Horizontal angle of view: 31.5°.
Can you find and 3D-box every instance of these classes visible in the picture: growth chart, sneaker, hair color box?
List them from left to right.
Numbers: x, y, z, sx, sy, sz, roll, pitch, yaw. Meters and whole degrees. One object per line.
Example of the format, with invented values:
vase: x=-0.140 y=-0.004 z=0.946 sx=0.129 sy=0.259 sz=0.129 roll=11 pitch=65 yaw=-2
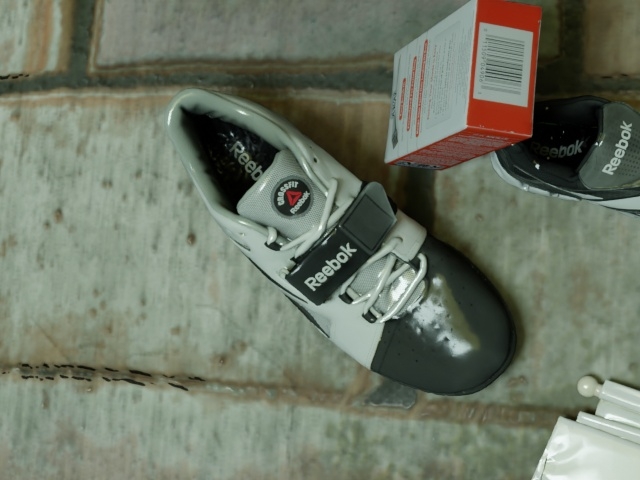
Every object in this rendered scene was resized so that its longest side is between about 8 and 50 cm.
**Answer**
sneaker: x=0.000 y=0.000 z=0.860 sx=0.330 sy=0.146 sz=0.122 roll=38 pitch=93 yaw=17
hair color box: x=0.100 y=-0.109 z=0.830 sx=0.053 sy=0.167 sz=0.093 roll=7 pitch=84 yaw=-16
growth chart: x=0.215 y=0.220 z=0.824 sx=0.172 sy=0.021 sz=0.237 roll=28 pitch=91 yaw=19
sneaker: x=0.229 y=-0.055 z=0.813 sx=0.234 sy=0.106 sz=0.078 roll=13 pitch=87 yaw=19
